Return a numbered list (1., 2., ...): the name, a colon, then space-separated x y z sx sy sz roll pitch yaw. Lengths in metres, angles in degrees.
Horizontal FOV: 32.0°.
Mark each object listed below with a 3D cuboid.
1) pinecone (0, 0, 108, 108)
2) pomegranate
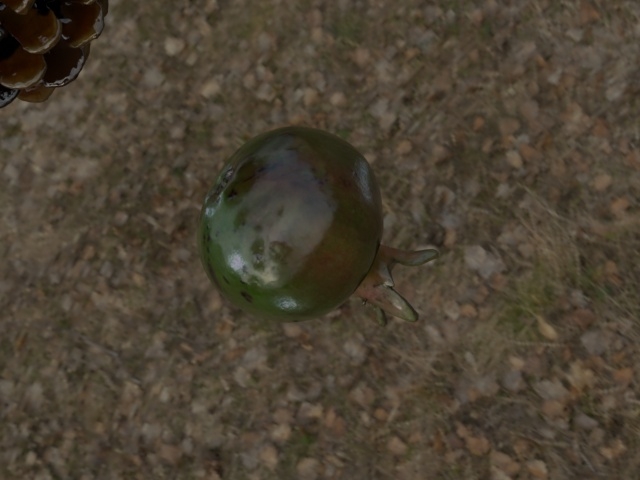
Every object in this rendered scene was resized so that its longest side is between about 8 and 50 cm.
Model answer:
1. pinecone: -0.284 -0.237 0.956 0.264 0.264 0.264 -18 57 30
2. pomegranate: 0.000 0.000 1.010 0.181 0.224 0.181 -47 29 35
